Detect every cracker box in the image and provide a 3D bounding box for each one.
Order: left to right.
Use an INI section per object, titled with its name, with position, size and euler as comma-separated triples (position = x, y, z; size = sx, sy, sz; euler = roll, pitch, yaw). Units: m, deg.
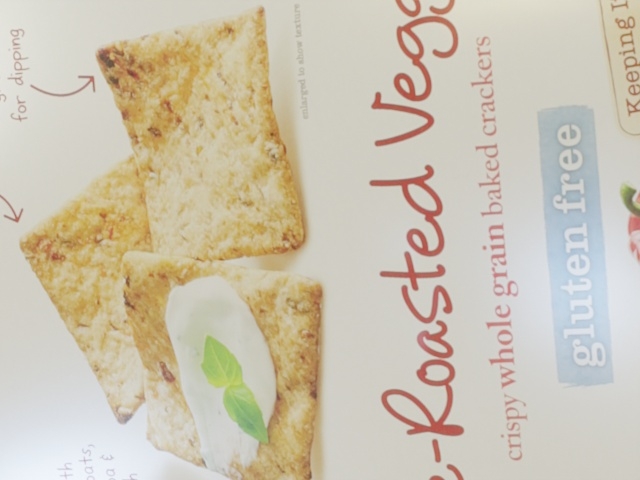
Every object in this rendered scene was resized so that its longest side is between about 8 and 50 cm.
[cracker box]
position = 0.000, 0.000, 0.374
size = 0.232, 0.156, 0.067
euler = -4, -173, 18
